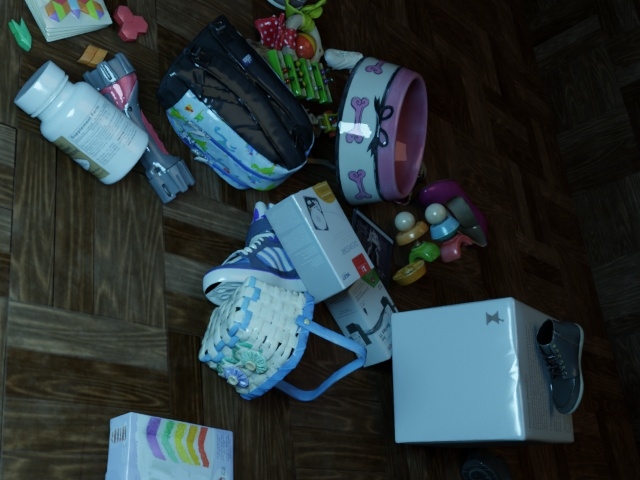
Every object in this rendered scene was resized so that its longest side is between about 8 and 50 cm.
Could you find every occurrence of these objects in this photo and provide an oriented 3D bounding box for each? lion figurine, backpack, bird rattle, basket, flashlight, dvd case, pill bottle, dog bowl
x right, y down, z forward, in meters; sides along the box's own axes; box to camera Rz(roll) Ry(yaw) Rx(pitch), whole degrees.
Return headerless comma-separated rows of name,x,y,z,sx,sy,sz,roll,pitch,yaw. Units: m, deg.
lion figurine,-0.100,-0.333,2.024,0.392,0.142,0.240,57,21,0
backpack,-0.178,-0.280,1.837,0.355,0.273,0.290,33,45,-9
bird rattle,-0.059,-0.558,2.244,0.207,0.143,0.254,64,35,-31
basket,-0.083,0.222,1.647,0.288,0.255,0.201,25,47,-18
flashlight,-0.366,-0.232,1.678,0.304,0.103,0.103,58,-6,-15
dvd case,0.136,0.038,2.226,0.164,0.018,0.221,39,44,-31
pill bottle,-0.450,-0.222,1.529,0.229,0.131,0.131,42,42,-29
dog bowl,0.176,-0.285,2.187,0.408,0.150,0.408,8,90,-70

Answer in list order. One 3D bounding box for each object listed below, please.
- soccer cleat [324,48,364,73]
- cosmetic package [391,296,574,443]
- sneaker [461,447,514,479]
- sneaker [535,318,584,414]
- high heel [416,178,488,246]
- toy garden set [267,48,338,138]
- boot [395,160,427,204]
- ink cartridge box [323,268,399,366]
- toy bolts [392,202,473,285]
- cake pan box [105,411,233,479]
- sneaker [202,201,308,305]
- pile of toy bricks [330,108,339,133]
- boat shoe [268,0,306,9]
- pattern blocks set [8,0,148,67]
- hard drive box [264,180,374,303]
soccer cleat,0.085,-0.546,2.455,0.196,0.076,0.068,6,66,-50
cosmetic package,0.412,0.350,2.051,0.393,0.327,0.330,24,61,-54
sneaker,0.502,0.671,2.254,0.286,0.109,0.130,54,30,-18
sneaker,0.561,0.299,1.939,0.118,0.083,0.222,15,74,-35
high heel,0.434,-0.082,2.576,0.377,0.127,0.181,7,54,-54
toy garden set,-0.022,-0.363,2.017,0.244,0.049,0.204,-6,80,-61
boot,0.225,-0.237,2.447,0.236,0.085,0.179,52,40,-18
ink cartridge box,0.119,0.191,2.054,0.208,0.086,0.153,59,36,-11
toy bolts,0.281,-0.003,2.268,0.218,0.228,0.159,-41,104,-46
cake pan box,-0.262,0.454,1.429,0.245,0.070,0.267,24,52,-40
sneaker,-0.149,0.021,1.793,0.322,0.130,0.236,8,55,-46
pile of toy bricks,0.108,-0.343,2.339,0.118,0.105,0.212,59,36,-9
boat shoe,-0.138,-0.748,2.270,0.324,0.096,0.117,21,54,-45
pattern blocks set,-0.519,-0.492,1.667,0.285,0.026,0.325,58,41,-14
hard drive box,0.000,0.000,1.813,0.232,0.089,0.181,61,28,-1
